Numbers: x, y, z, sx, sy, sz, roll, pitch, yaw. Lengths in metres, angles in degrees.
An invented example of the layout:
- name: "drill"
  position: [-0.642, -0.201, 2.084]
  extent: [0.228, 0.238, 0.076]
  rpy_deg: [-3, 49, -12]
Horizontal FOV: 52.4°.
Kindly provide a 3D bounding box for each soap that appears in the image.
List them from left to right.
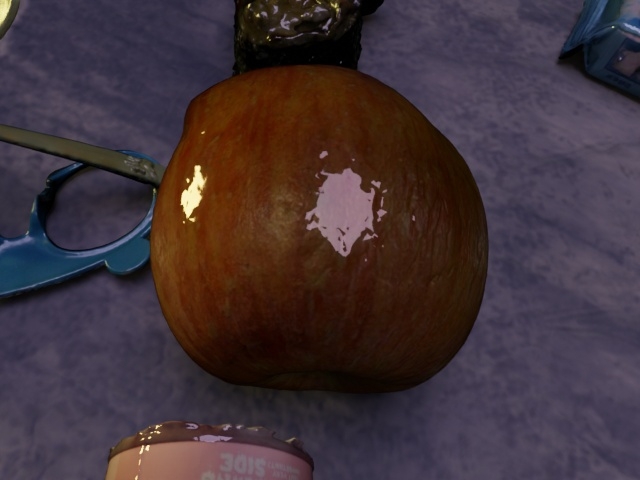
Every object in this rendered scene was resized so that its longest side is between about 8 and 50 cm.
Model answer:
- name: "soap"
  position: [0.400, -0.184, 0.642]
  extent: [0.293, 0.077, 0.156]
  rpy_deg: [26, 63, 4]

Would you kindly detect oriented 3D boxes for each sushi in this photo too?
- name: "sushi"
  position: [-0.004, -0.223, 0.576]
  extent: [0.147, 0.115, 0.212]
  rpy_deg: [11, 62, -3]

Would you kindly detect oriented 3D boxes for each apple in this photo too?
- name: "apple"
  position: [0.000, 0.000, 0.412]
  extent: [0.211, 0.211, 0.188]
  rpy_deg: [7, 69, -6]

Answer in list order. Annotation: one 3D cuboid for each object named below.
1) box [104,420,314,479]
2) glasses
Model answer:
- name: "box"
  position: [-0.064, 0.179, 0.352]
  extent: [0.151, 0.151, 0.135]
  rpy_deg: [3, 55, -7]
- name: "glasses"
  position: [-0.230, -0.063, 0.446]
  extent: [0.239, 0.207, 0.102]
  rpy_deg: [-14, 31, -17]
